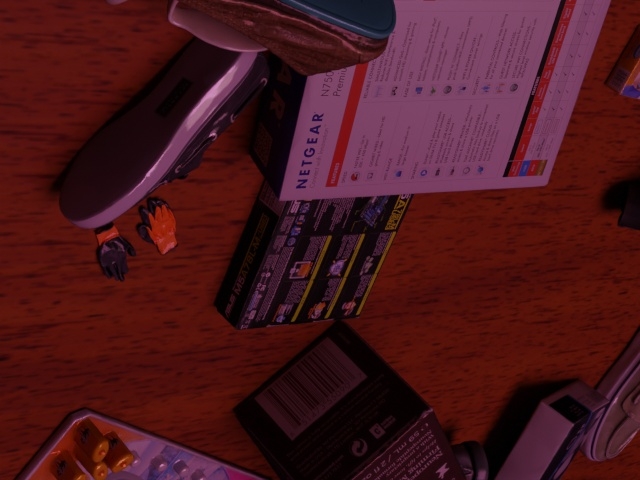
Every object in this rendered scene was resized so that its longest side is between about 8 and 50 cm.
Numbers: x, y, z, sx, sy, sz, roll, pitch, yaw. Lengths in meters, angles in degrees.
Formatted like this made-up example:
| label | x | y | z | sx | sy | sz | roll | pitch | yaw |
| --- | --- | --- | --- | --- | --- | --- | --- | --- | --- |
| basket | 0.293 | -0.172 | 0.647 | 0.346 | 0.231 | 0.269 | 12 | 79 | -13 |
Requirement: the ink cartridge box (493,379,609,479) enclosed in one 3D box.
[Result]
| label | x | y | z | sx | sy | sz | roll | pitch | yaw |
| --- | --- | --- | --- | --- | --- | --- | --- | --- | --- |
| ink cartridge box | 0.284 | 0.359 | 2.089 | 0.165 | 0.065 | 0.332 | -14 | 137 | -61 |

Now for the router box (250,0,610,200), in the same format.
| label | x | y | z | sx | sy | sz | roll | pitch | yaw |
| --- | --- | --- | --- | --- | --- | --- | --- | --- | --- |
| router box | 0.114 | -0.201 | 1.350 | 0.301 | 0.082 | 0.335 | -3 | 128 | -26 |

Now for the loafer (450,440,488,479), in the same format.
| label | x | y | z | sx | sy | sz | roll | pitch | yaw |
| --- | --- | --- | --- | --- | --- | --- | --- | --- | --- |
| loafer | 0.151 | 0.374 | 1.992 | 0.084 | 0.096 | 0.267 | 0 | 128 | -20 |

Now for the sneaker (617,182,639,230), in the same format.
| label | x | y | z | sx | sy | sz | roll | pitch | yaw |
| --- | --- | --- | --- | --- | --- | --- | --- | --- | --- |
| sneaker | 0.455 | -0.045 | 1.918 | 0.222 | 0.118 | 0.083 | -13 | 118 | -76 |

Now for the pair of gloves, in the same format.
| label | x | y | z | sx | sy | sz | roll | pitch | yaw |
| --- | --- | --- | --- | --- | --- | --- | --- | --- | --- |
| pair of gloves | -0.171 | 0.000 | 1.371 | 0.083 | 0.010 | 0.074 | -32 | 142 | -19 |

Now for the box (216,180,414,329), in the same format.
| label | x | y | z | sx | sy | sz | roll | pitch | yaw |
| --- | --- | --- | --- | --- | --- | --- | --- | --- | --- |
| box | 0.000 | 0.000 | 1.517 | 0.184 | 0.045 | 0.190 | -5 | 126 | -45 |

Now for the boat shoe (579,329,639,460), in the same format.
| label | x | y | z | sx | sy | sz | roll | pitch | yaw |
| --- | --- | --- | --- | --- | --- | --- | --- | --- | --- |
| boat shoe | 0.484 | 0.215 | 2.160 | 0.109 | 0.094 | 0.302 | 3 | 121 | -47 |

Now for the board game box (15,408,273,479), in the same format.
| label | x | y | z | sx | sy | sz | roll | pitch | yaw |
| --- | --- | --- | --- | --- | --- | --- | --- | --- | --- |
| board game box | -0.256 | 0.389 | 1.616 | 0.390 | 0.050 | 0.390 | -50 | 144 | 4 |

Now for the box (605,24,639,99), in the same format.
| label | x | y | z | sx | sy | sz | roll | pitch | yaw |
| --- | --- | --- | --- | --- | --- | --- | --- | --- | --- |
| box | 0.403 | -0.205 | 1.743 | 0.136 | 0.028 | 0.081 | 5 | 119 | -45 |

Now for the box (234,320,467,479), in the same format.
| label | x | y | z | sx | sy | sz | roll | pitch | yaw |
| --- | --- | --- | --- | --- | --- | --- | --- | --- | --- |
| box | 0.039 | 0.237 | 1.671 | 0.168 | 0.167 | 0.203 | -40 | 144 | -9 |

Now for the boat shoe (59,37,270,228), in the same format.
| label | x | y | z | sx | sy | sz | roll | pitch | yaw |
| --- | --- | --- | --- | --- | --- | --- | --- | --- | --- |
| boat shoe | -0.129 | -0.091 | 1.280 | 0.228 | 0.080 | 0.076 | -51 | 143 | -7 |

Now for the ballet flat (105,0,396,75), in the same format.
| label | x | y | z | sx | sy | sz | roll | pitch | yaw |
| --- | --- | --- | --- | --- | --- | --- | --- | --- | --- |
| ballet flat | -0.098 | -0.216 | 1.146 | 0.342 | 0.116 | 0.124 | 23 | 142 | -35 |
